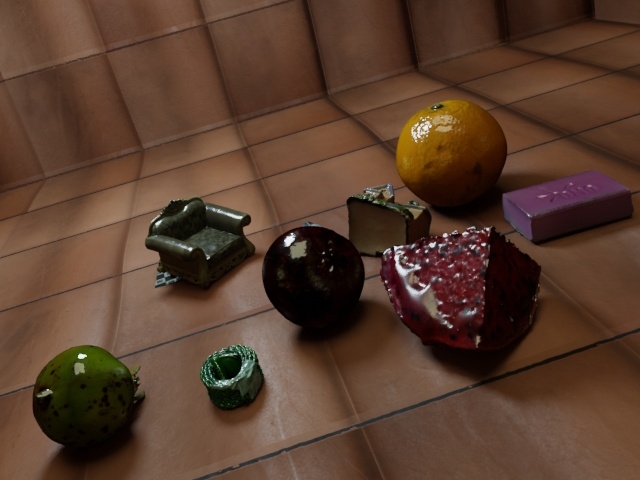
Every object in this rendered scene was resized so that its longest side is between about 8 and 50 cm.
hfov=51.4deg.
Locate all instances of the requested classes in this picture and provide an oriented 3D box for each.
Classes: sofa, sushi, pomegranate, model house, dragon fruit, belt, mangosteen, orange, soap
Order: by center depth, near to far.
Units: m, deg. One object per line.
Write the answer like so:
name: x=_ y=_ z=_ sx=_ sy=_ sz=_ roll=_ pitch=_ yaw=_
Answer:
pomegranate: x=-0.453 y=0.292 z=1.318 sx=0.198 sy=0.198 sz=0.246 roll=-6 pitch=22 yaw=20
dragon fruit: x=0.271 y=0.059 z=1.343 sx=0.330 sy=0.241 sz=0.302 roll=20 pitch=22 yaw=41
belt: x=-0.181 y=0.267 z=1.345 sx=0.121 sy=0.079 sz=0.151 roll=-15 pitch=25 yaw=-1
mangosteen: x=-0.030 y=0.089 z=1.507 sx=0.235 sy=0.236 sz=0.261 roll=-34 pitch=-3 yaw=-36
soap: x=0.606 y=-0.090 z=1.647 sx=0.259 sy=0.081 sz=0.181 roll=-15 pitch=24 yaw=-1
model house: x=0.188 y=-0.060 z=1.744 sx=0.182 sy=0.167 sz=0.172 roll=16 pitch=34 yaw=30
orange: x=0.364 y=-0.243 z=1.864 sx=0.311 sy=0.312 sz=0.312 roll=-12 pitch=24 yaw=6
sofa: x=-0.333 y=-0.013 z=1.869 sx=0.200 sy=0.182 sz=0.258 roll=17 pitch=36 yaw=32
sushi: x=-0.422 y=0.067 z=1.967 sx=0.139 sy=0.031 sz=0.201 roll=-16 pitch=24 yaw=-3

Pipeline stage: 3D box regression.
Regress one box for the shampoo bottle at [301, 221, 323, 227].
shampoo bottle: x=0.000 y=0.000 z=1.825 sx=0.072 sy=0.072 sz=0.214 roll=-21 pitch=25 yaw=-13
